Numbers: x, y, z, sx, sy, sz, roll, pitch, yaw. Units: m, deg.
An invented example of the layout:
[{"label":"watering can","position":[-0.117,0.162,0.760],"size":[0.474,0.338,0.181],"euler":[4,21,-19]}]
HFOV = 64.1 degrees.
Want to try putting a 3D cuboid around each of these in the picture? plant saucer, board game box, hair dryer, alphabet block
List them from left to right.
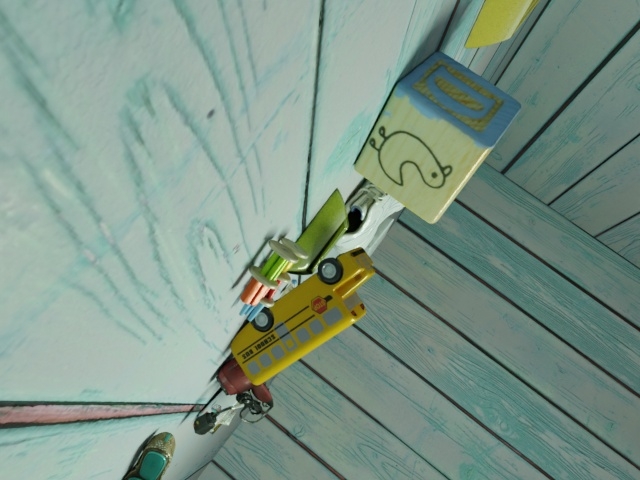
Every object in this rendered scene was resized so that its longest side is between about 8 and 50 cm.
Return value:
[{"label":"board game box","position":[-0.211,0.405,1.440],"size":[0.305,0.053,0.193],"euler":[-44,169,-24]},{"label":"hair dryer","position":[-0.160,0.329,1.207],"size":[0.223,0.080,0.294],"euler":[10,122,-54]},{"label":"plant saucer","position":[0.000,0.000,1.038],"size":[0.188,0.045,0.188],"euler":[-53,172,-3]},{"label":"alphabet block","position":[0.209,-0.187,0.927],"size":[0.193,0.192,0.197],"euler":[-44,166,-41]},{"label":"plant saucer","position":[0.458,-0.582,1.046],"size":[0.333,0.081,0.333],"euler":[-51,172,-11]}]

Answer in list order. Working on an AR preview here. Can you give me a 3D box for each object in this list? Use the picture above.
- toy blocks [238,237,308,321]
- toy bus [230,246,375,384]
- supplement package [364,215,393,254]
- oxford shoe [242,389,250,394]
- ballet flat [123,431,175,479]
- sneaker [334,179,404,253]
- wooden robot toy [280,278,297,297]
[{"label":"toy blocks","position":[-0.089,0.070,0.804],"size":[0.148,0.054,0.123],"euler":[-54,172,10]},{"label":"toy bus","position":[-0.028,0.150,1.031],"size":[0.332,0.130,0.108],"euler":[-37,171,19]},{"label":"supplement package","position":[0.111,-0.023,1.348],"size":[0.105,0.105,0.179],"euler":[-51,172,-13]},{"label":"oxford shoe","position":[-0.141,0.290,1.296],"size":[0.227,0.096,0.083],"euler":[-54,170,-4]},{"label":"ballet flat","position":[-0.331,0.447,0.997],"size":[0.206,0.073,0.067],"euler":[-53,-173,26]},{"label":"sneaker","position":[0.129,-0.092,1.184],"size":[0.297,0.111,0.129],"euler":[-55,164,0]},{"label":"wooden robot toy","position":[-0.060,0.160,1.255],"size":[0.076,0.079,0.173],"euler":[-50,171,-18]}]
